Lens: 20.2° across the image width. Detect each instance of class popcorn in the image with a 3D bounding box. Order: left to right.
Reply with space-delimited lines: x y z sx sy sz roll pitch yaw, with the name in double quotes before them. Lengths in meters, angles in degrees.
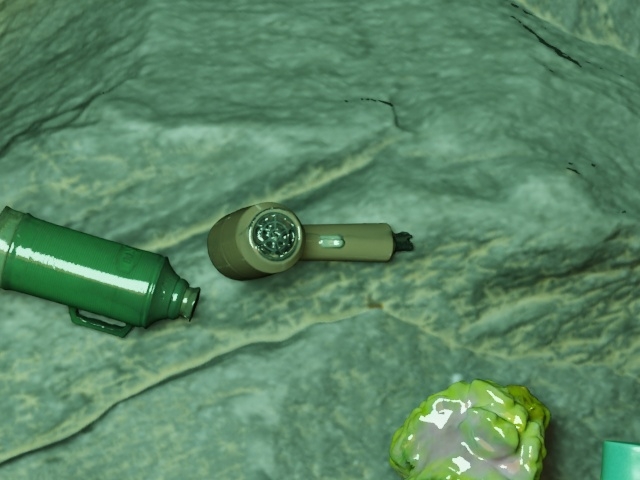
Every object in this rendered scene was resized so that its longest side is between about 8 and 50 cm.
"popcorn" 0.129 0.186 1.557 0.125 0.126 0.145 41 116 16

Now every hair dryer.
"hair dryer" 0.000 0.000 1.584 0.181 0.117 0.064 -1 85 -20

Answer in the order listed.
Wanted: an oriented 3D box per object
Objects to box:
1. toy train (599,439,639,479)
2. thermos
"toy train" 0.304 0.284 1.568 0.159 0.101 0.248 3 86 14
"thermos" -0.201 0.035 1.588 0.187 0.073 0.083 16 86 1
